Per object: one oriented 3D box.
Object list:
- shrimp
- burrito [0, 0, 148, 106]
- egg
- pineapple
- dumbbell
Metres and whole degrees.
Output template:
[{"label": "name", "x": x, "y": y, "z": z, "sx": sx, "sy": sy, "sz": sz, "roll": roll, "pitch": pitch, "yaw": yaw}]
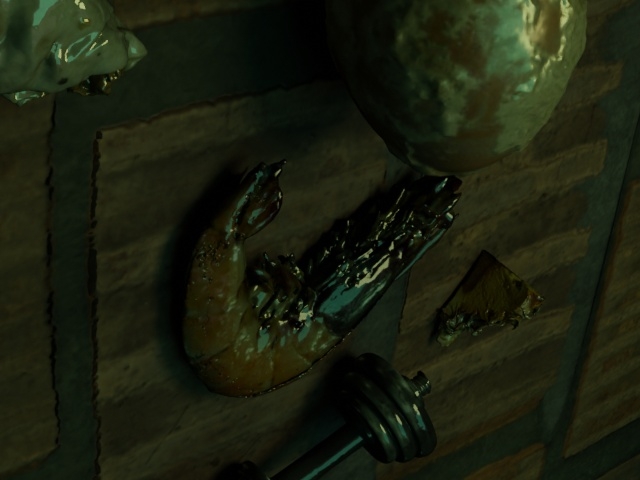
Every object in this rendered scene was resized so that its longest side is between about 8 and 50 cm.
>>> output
[{"label": "shrimp", "x": 0.000, "y": 0.000, "z": 1.041, "sx": 0.290, "sy": 0.054, "sz": 0.222, "roll": -37, "pitch": 137, "yaw": -17}, {"label": "burrito", "x": -0.232, "y": -0.184, "z": 0.661, "sx": 0.117, "sy": 0.076, "sz": 0.392, "roll": -46, "pitch": 138, "yaw": -3}, {"label": "egg", "x": 0.098, "y": -0.163, "z": 0.929, "sx": 0.195, "sy": 0.195, "sz": 0.233, "roll": -14, "pitch": 113, "yaw": -40}, {"label": "pineapple", "x": 0.157, "y": 0.060, "z": 1.252, "sx": 0.114, "sy": 0.114, "sz": 0.077, "roll": -34, "pitch": 101, "yaw": -3}, {"label": "dumbbell", "x": -0.002, "y": 0.199, "z": 1.143, "sx": 0.254, "sy": 0.110, "sz": 0.110, "roll": -35, "pitch": 137, "yaw": -17}]
